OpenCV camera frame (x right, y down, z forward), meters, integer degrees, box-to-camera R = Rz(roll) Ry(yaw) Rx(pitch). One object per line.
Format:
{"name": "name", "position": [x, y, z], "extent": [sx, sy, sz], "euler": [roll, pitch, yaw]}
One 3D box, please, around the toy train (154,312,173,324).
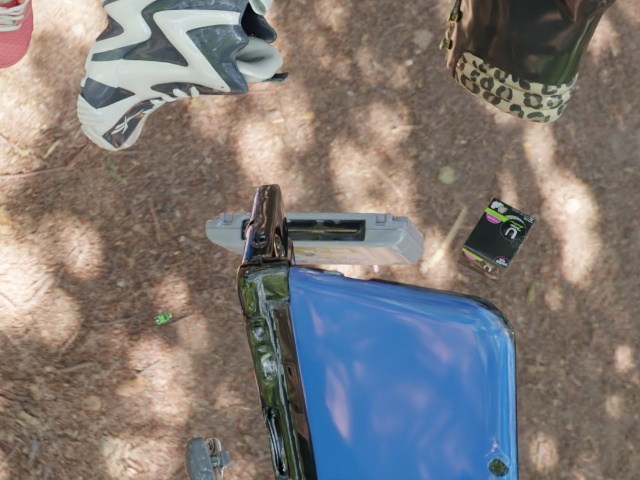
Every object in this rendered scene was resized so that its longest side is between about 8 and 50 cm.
{"name": "toy train", "position": [-0.332, 0.164, 1.699], "extent": [0.024, 0.083, 0.017], "euler": [-22, 90, 3]}

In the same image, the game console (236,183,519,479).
{"name": "game console", "position": [0.043, 0.121, 0.626], "extent": [0.173, 0.250, 0.293], "euler": [-6, 116, 3]}

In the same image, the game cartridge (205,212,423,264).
{"name": "game cartridge", "position": [0.000, 0.000, 1.216], "extent": [0.198, 0.297, 0.062], "euler": [41, 51, -69]}

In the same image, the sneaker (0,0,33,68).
{"name": "sneaker", "position": [-0.382, -0.297, 0.910], "extent": [0.116, 0.314, 0.136], "euler": [-15, 60, -25]}

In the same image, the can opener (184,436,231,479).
{"name": "can opener", "position": [-0.207, 0.518, 1.527], "extent": [0.095, 0.076, 0.283], "euler": [3, 64, -34]}

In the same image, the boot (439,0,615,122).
{"name": "boot", "position": [0.179, -0.328, 0.867], "extent": [0.138, 0.284, 0.377], "euler": [-31, 62, -21]}

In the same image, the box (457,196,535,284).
{"name": "box", "position": [0.222, 0.001, 1.010], "extent": [0.062, 0.052, 0.083], "euler": [31, 68, 15]}

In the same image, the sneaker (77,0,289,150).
{"name": "sneaker", "position": [-0.109, -0.140, 0.670], "extent": [0.153, 0.235, 0.094], "euler": [24, 42, -5]}
